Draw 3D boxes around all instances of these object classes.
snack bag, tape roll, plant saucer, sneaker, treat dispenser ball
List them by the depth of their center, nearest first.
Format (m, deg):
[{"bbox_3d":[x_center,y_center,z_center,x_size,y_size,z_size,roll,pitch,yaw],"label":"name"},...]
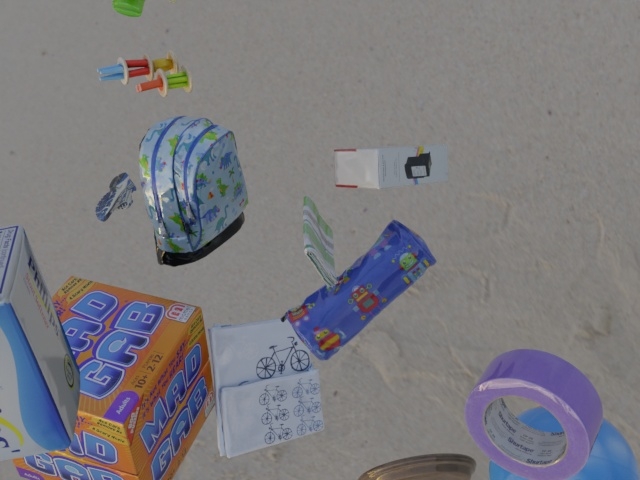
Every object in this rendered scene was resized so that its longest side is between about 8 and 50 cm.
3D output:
[{"bbox_3d":[0.319,0.263,1.127,0.189,0.189,0.080,7,30,34],"label":"tape roll"},{"bbox_3d":[0.484,0.470,1.495,0.288,0.288,0.288,-14,60,25],"label":"treat dispenser ball"},{"bbox_3d":[-0.429,-0.085,1.597,0.052,0.058,0.135,-16,38,34],"label":"sneaker"},{"bbox_3d":[0.223,0.549,1.712,0.278,0.278,0.041,-22,56,21],"label":"plant saucer"},{"bbox_3d":[-0.137,0.371,1.985,0.037,0.323,0.342,-7,88,54],"label":"snack bag"}]

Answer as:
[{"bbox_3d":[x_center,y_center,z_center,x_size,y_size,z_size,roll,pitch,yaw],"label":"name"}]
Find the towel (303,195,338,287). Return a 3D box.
[{"bbox_3d":[0.000,0.000,1.398,0.023,0.113,0.152,-19,42,16],"label":"towel"}]

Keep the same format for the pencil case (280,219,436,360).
[{"bbox_3d":[0.075,0.093,1.427,0.306,0.119,0.133,-41,17,3],"label":"pencil case"}]

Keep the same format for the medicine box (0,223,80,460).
[{"bbox_3d":[-0.478,0.145,0.924,0.289,0.263,0.149,-9,38,-5],"label":"medicine box"}]

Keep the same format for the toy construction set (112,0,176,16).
[{"bbox_3d":[-0.244,-0.289,0.732,0.215,0.328,0.151,-5,88,63],"label":"toy construction set"}]

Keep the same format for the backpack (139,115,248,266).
[{"bbox_3d":[-0.321,-0.145,1.895,0.273,0.355,0.290,2,31,38],"label":"backpack"}]

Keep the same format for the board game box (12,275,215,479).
[{"bbox_3d":[-0.496,0.360,1.759,0.357,0.356,0.356,12,41,15],"label":"board game box"}]

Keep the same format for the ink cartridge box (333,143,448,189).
[{"bbox_3d":[0.130,-0.137,1.374,0.127,0.175,0.072,7,103,52],"label":"ink cartridge box"}]

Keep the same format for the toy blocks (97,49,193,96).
[{"bbox_3d":[-0.329,-0.306,1.398,0.148,0.054,0.123,-16,44,-26],"label":"toy blocks"}]
